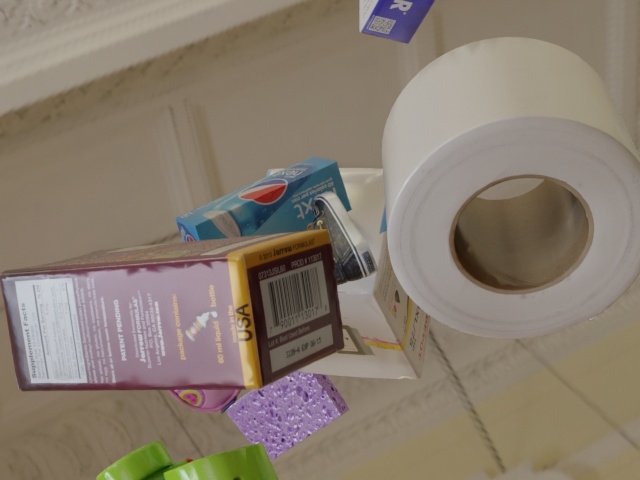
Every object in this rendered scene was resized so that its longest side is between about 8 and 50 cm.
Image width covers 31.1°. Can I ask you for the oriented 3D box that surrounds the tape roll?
[{"bbox_3d":[0.182,-0.050,1.102,0.246,0.169,0.246,1,-57,1],"label":"tape roll"}]

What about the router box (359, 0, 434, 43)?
[{"bbox_3d":[0.152,-0.509,1.669,0.082,0.301,0.335,11,-32,-15],"label":"router box"}]

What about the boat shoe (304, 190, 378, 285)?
[{"bbox_3d":[0.000,0.000,1.359,0.083,0.183,0.065,-23,-63,-5],"label":"boat shoe"}]

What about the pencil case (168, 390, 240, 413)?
[{"bbox_3d":[-0.140,0.137,1.613,0.124,0.284,0.124,1,-75,4],"label":"pencil case"}]

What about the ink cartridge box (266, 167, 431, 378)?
[{"bbox_3d":[0.036,0.052,1.639,0.270,0.197,0.198,60,-143,-54],"label":"ink cartridge box"}]

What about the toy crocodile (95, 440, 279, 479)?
[{"bbox_3d":[-0.162,0.271,1.049,0.105,0.115,0.340,-19,-20,-47],"label":"toy crocodile"}]

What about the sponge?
[{"bbox_3d":[-0.057,0.274,1.869,0.210,0.117,0.031,-39,-6,37],"label":"sponge"}]

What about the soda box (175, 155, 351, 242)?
[{"bbox_3d":[-0.071,-0.034,1.455,0.210,0.067,0.071,-26,-69,-23],"label":"soda box"}]

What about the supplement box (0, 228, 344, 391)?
[{"bbox_3d":[-0.094,0.045,0.725,0.104,0.188,0.080,-16,-81,-59],"label":"supplement box"}]
